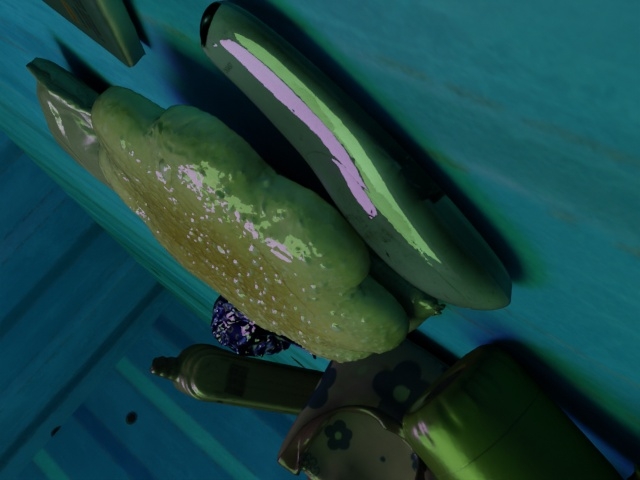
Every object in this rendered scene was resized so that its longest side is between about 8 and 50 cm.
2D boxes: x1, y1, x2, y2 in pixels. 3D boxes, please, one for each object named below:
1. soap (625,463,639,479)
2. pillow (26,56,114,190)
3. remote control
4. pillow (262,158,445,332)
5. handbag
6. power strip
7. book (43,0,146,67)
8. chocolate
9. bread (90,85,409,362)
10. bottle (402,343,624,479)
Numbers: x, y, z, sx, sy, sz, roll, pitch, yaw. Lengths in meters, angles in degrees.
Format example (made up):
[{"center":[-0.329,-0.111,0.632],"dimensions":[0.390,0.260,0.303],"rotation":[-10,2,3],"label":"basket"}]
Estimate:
[{"center":[0.281,0.214,0.588],"dimensions":[0.089,0.033,0.168],"rotation":[33,165,27],"label":"soap"},{"center":[-0.234,-0.086,0.941],"dimensions":[0.274,0.076,0.281],"rotation":[39,167,-3],"label":"pillow"},{"center":[0.021,-0.041,0.455],"dimensions":[0.256,0.045,0.097],"rotation":[45,166,-10],"label":"remote control"},{"center":[0.000,0.000,0.638],"dimensions":[0.230,0.050,0.148],"rotation":[36,171,8],"label":"pillow"},{"center":[0.095,0.227,0.793],"dimensions":[0.251,0.193,0.190],"rotation":[34,170,29],"label":"handbag"},{"center":[-0.025,0.183,0.932],"dimensions":[0.388,0.066,0.092],"rotation":[15,169,-28],"label":"power strip"},{"center":[-0.294,-0.295,0.523],"dimensions":[0.379,0.031,0.264],"rotation":[38,166,10],"label":"book"},{"center":[-0.060,0.077,0.923],"dimensions":[0.343,0.126,0.148],"rotation":[145,116,-73],"label":"chocolate"},{"center":[-0.066,0.003,0.619],"dimensions":[0.316,0.054,0.316],"rotation":[34,159,15],"label":"bread"},{"center":[0.185,0.210,0.592],"dimensions":[0.260,0.112,0.112],"rotation":[48,168,6],"label":"bottle"}]
